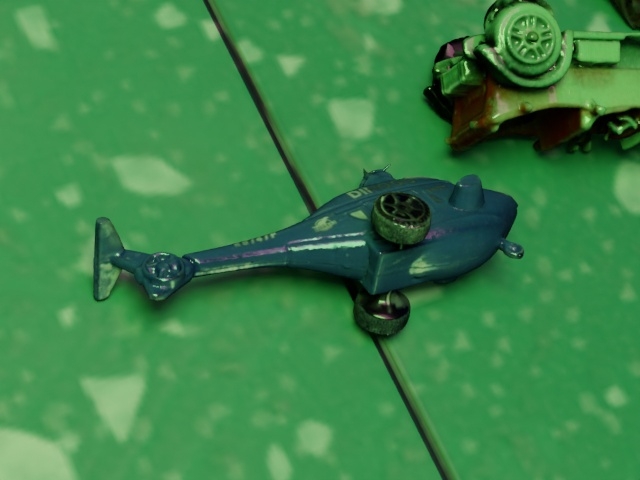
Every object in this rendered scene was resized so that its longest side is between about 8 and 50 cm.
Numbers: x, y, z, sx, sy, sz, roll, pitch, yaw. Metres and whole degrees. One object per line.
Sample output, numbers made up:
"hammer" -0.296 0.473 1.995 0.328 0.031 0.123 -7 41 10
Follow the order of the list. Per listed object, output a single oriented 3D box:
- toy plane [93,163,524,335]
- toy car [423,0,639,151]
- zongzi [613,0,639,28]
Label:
"toy plane" 0.000 0.000 0.586 0.167 0.054 0.062 -10 42 -24
"toy car" 0.117 -0.064 0.644 0.143 0.073 0.054 0 79 -20
"zongzi" 0.042 -0.253 0.705 0.286 0.138 0.300 7 102 14
